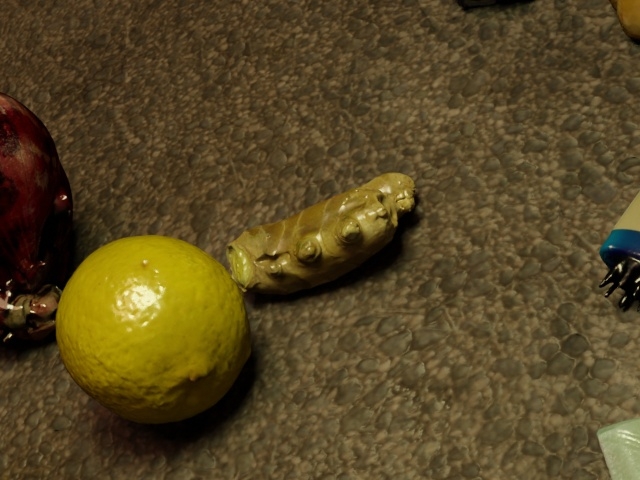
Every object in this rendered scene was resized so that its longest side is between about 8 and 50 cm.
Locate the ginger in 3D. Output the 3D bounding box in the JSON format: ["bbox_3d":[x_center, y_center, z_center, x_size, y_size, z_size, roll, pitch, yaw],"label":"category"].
[{"bbox_3d":[0.007,0.001,1.442,0.205,0.081,0.115,-30,34,2],"label":"ginger"}]

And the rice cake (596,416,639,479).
[{"bbox_3d":[0.269,0.218,1.099,0.080,0.042,0.222,-19,42,10],"label":"rice cake"}]

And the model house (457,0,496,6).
[{"bbox_3d":[0.187,-0.309,1.637,0.100,0.087,0.101,-13,74,55],"label":"model house"}]

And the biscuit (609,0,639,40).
[{"bbox_3d":[0.434,-0.305,1.456,0.325,0.107,0.326,-15,47,17],"label":"biscuit"}]

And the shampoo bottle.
[{"bbox_3d":[0.308,-0.016,1.291,0.087,0.050,0.183,21,64,40],"label":"shampoo bottle"}]

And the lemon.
[{"bbox_3d":[-0.161,0.080,1.402,0.178,0.178,0.203,-44,42,-12],"label":"lemon"}]

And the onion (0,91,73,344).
[{"bbox_3d":[-0.368,-0.041,1.590,0.221,0.281,0.281,-15,30,-33],"label":"onion"}]
